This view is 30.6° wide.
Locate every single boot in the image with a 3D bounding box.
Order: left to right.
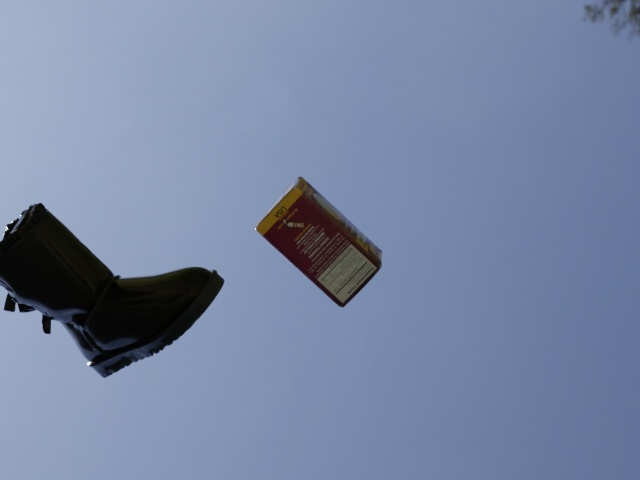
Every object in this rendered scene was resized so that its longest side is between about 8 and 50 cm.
[{"bbox_3d":[-0.122,0.019,0.627,0.121,0.099,0.045,-30,-160,41],"label":"boot"}]

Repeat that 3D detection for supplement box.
[{"bbox_3d":[0.000,0.000,0.825,0.083,0.055,0.043,43,-80,-6],"label":"supplement box"}]
